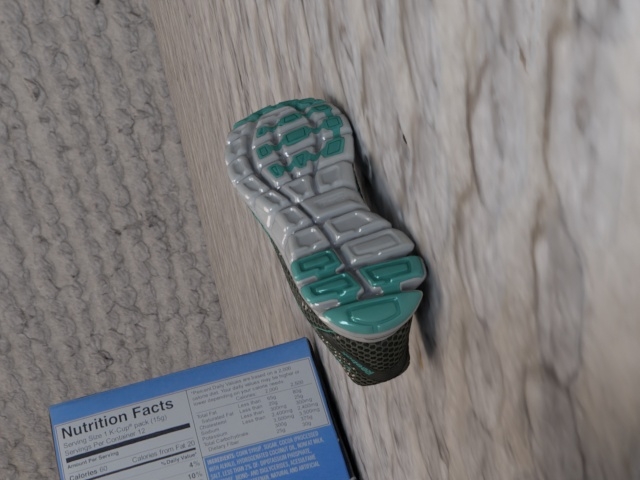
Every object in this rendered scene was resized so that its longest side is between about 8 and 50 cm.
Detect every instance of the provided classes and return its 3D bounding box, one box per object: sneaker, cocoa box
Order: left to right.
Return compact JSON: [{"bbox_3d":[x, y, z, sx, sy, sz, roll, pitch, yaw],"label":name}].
[{"bbox_3d":[-0.085,0.275,0.938,0.347,0.231,0.228,91,162,-62],"label":"cocoa box"},{"bbox_3d":[0.000,0.000,0.483,0.076,0.065,0.166,78,173,-46],"label":"sneaker"}]
